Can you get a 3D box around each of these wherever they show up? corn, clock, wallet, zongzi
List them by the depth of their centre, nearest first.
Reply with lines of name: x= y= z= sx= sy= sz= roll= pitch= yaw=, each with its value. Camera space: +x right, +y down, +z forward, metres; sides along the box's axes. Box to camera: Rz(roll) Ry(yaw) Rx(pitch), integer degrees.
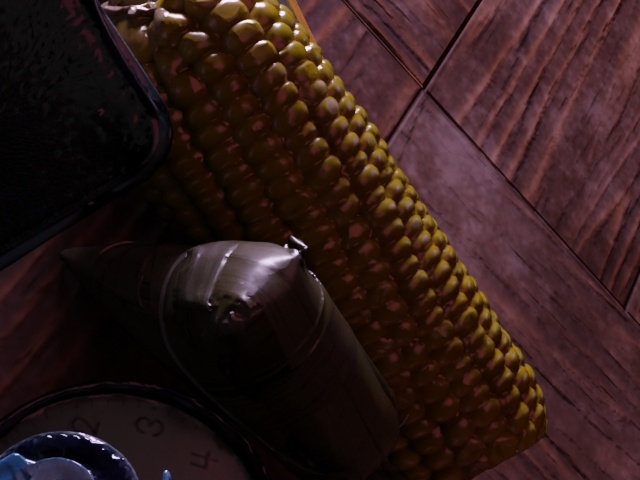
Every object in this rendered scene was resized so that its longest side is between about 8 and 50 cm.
clock: x=-0.105 y=0.158 z=0.662 sx=0.184 sy=0.040 sz=0.184 roll=6 pitch=64 yaw=-13
wallet: x=-0.220 y=-0.137 z=0.682 sx=0.172 sy=0.045 sz=0.318 roll=-33 pitch=95 yaw=-2
zongzi: x=-0.048 y=0.074 z=0.744 sx=0.081 sy=0.178 sz=0.189 roll=-54 pitch=130 yaw=-30
corn: x=0.000 y=0.000 z=0.790 sx=0.387 sy=0.144 sz=0.144 roll=53 pitch=48 yaw=-8

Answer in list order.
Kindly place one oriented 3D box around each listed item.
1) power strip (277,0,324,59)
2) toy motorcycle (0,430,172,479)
power strip: x=-0.026 y=-0.125 z=0.896 sx=0.049 sy=0.028 sz=0.178 roll=-24 pitch=89 yaw=-42
toy motorcycle: x=-0.179 y=0.185 z=0.547 sx=0.272 sy=0.123 sz=0.182 roll=-16 pitch=63 yaw=-13
